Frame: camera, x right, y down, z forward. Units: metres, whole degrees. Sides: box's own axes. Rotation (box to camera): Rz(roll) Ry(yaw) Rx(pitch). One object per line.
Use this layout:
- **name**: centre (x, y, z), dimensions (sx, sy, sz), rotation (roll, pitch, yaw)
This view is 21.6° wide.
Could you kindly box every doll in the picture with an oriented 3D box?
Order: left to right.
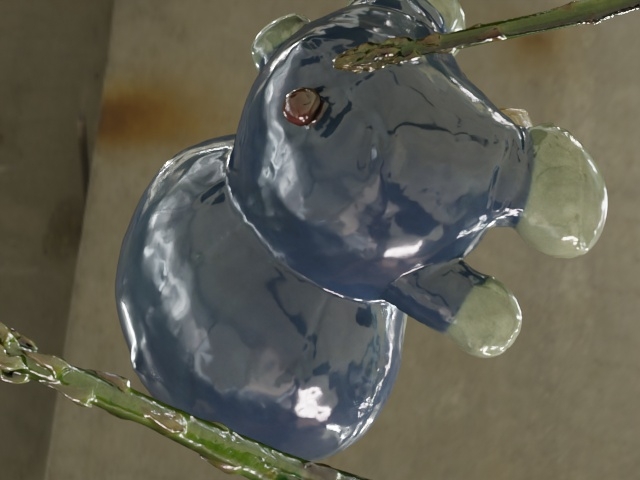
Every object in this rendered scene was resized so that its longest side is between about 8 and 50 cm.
- **doll**: centre (0.000, 0.000, 0.876), dimensions (0.154, 0.258, 0.228), rotation (-8, -128, -43)

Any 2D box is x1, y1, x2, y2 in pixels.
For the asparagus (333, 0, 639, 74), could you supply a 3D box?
- **asparagus**: centre (0.086, -0.092, 0.715), dimensions (0.166, 0.013, 0.016), rotation (-14, -97, -3)

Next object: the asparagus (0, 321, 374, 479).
- **asparagus**: centre (-0.057, 0.068, 0.630), dimensions (0.233, 0.023, 0.022), rotation (29, -111, -36)

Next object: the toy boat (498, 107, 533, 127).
- **toy boat**: centre (0.029, -0.024, 1.378), dimensions (0.321, 0.121, 0.089), rotation (-25, -103, 9)
